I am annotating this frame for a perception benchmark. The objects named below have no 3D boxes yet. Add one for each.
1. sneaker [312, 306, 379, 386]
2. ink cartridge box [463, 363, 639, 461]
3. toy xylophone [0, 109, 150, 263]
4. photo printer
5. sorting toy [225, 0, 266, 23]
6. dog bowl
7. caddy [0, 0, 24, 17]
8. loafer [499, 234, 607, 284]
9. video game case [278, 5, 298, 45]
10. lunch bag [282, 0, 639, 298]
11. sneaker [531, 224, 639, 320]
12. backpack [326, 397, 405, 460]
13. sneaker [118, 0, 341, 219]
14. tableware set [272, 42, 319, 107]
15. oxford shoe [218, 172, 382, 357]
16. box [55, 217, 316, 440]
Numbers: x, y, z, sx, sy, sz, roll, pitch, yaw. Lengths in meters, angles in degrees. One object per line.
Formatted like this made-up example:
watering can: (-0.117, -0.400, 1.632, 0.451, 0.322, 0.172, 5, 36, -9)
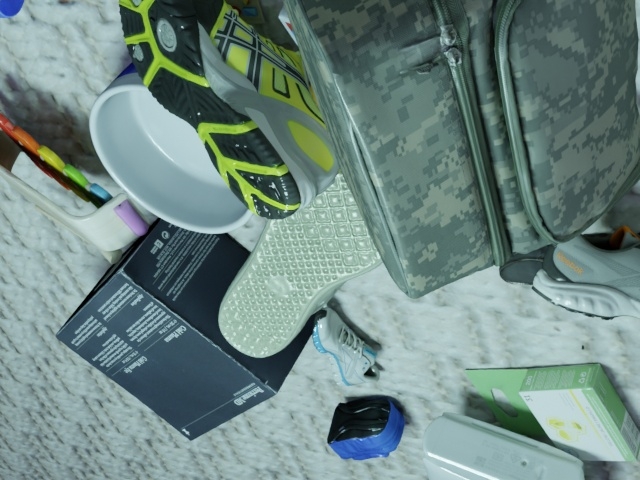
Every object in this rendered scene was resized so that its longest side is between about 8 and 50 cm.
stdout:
sneaker: (0.048, 0.172, 1.631, 0.083, 0.071, 0.190, 0, 142, 27)
ink cartridge box: (0.347, 0.265, 1.529, 0.235, 0.056, 0.171, -11, 127, 40)
toy xylophone: (-0.410, -0.080, 1.583, 0.323, 0.081, 0.236, 34, 167, 15)
photo printer: (0.306, 0.411, 1.639, 0.256, 0.107, 0.307, 17, 154, 23)
sorting toy: (-0.112, -0.295, 1.248, 0.083, 0.012, 0.062, 7, 137, 29)
dog bowl: (-0.183, -0.139, 1.399, 0.265, 0.104, 0.264, 19, 142, 16)
caddy: (-0.516, -0.380, 1.250, 0.179, 0.241, 0.341, 14, 140, 15)
loafer: (0.299, 0.036, 1.293, 0.170, 0.061, 0.062, -16, 124, 45)
video game case: (0.089, -0.154, 1.087, 0.204, 0.025, 0.285, 24, 172, 24)
lunch bag: (0.128, -0.136, 0.800, 0.256, 0.212, 0.305, -22, 131, 0)
sneaker: (0.391, 0.044, 1.178, 0.272, 0.100, 0.108, 11, 102, -9)
backpack: (0.089, 0.330, 1.752, 0.120, 0.098, 0.101, -19, 130, 32)
sneaker: (-0.110, -0.206, 1.225, 0.384, 0.147, 0.145, 56, 146, 4)
tableware set: (-0.011, -0.197, 1.279, 0.154, 0.024, 0.104, 16, 141, 20)
oxford shoe: (0.000, 0.000, 1.424, 0.169, 0.130, 0.449, 40, 128, -1)
box: (-0.229, 0.146, 1.694, 0.312, 0.179, 0.343, 41, 143, -11)
